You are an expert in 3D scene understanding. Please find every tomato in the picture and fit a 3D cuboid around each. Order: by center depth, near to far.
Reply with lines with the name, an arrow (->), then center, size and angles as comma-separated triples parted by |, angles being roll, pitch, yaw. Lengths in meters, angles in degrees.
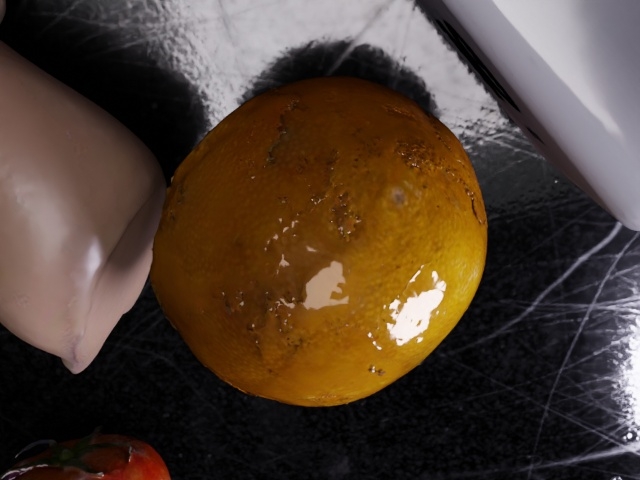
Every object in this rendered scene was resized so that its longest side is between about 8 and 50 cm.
tomato -> -0.232, 0.269, 0.647 | 0.167, 0.167, 0.167 | 1, 113, 3

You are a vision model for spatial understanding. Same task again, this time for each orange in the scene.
orange -> 0.000, 0.000, 0.479 | 0.239, 0.240, 0.240 | 1, 113, 3

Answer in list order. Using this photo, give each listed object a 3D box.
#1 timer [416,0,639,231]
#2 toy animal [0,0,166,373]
timer -> 0.178, -0.155, 0.384 | 0.194, 0.192, 0.195 | -41, 104, 16
toy animal -> -0.240, -0.046, 0.510 | 0.256, 0.195, 0.213 | 32, 134, -9
